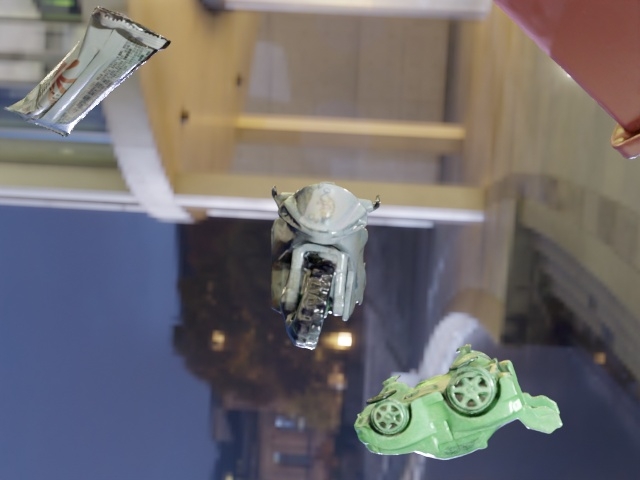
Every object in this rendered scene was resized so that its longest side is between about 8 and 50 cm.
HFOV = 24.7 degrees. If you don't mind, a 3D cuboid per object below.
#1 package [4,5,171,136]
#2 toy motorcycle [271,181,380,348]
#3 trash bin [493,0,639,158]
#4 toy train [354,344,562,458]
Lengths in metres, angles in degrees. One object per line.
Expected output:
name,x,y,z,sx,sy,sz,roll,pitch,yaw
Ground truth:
package,-0.111,-0.075,0.677,0.110,0.037,0.015,-33,40,49
toy motorcycle,0.000,0.000,1.466,0.270,0.106,0.159,-83,0,-71
trash bin,0.175,-0.174,0.777,0.161,0.239,0.184,-59,14,-25
toy train,0.104,0.133,1.144,0.099,0.149,0.081,-31,-83,-83
